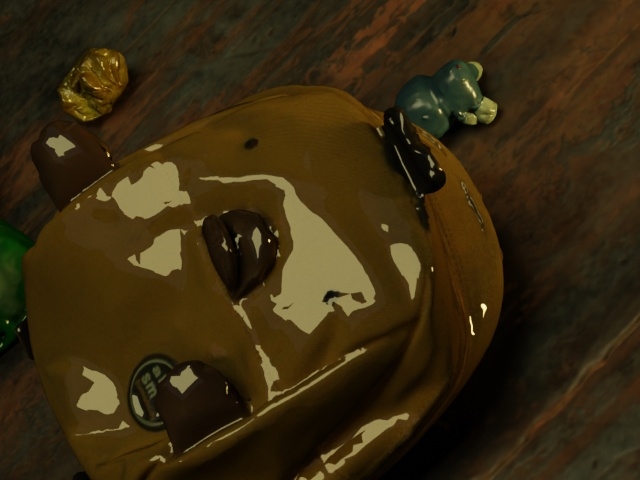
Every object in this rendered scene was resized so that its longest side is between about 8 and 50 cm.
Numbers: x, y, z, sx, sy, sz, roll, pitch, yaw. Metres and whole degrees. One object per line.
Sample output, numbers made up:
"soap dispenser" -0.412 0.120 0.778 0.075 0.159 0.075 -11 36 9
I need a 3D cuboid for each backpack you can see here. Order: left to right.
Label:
"backpack" -0.055 0.041 1.250 0.378 0.201 0.353 -38 63 14

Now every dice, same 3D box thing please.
"dice" -0.351 0.032 1.584 0.120 0.128 0.131 24 79 47

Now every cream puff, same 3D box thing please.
"cream puff" -0.230 -0.158 1.673 0.083 0.083 0.058 -43 87 -8

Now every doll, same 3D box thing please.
"doll" 0.100 -0.120 1.376 0.083 0.050 0.076 -31 42 22
